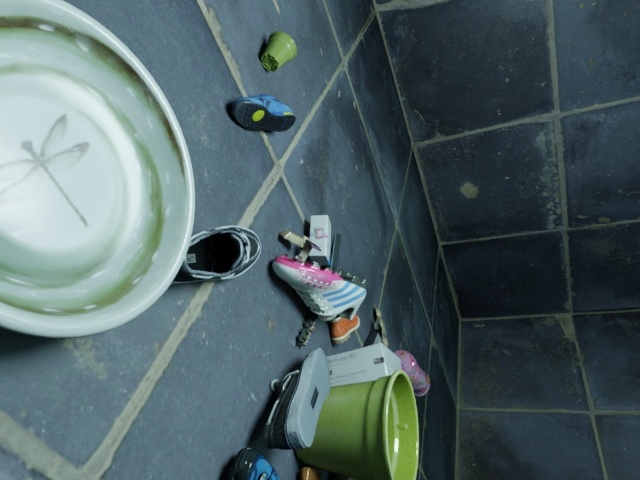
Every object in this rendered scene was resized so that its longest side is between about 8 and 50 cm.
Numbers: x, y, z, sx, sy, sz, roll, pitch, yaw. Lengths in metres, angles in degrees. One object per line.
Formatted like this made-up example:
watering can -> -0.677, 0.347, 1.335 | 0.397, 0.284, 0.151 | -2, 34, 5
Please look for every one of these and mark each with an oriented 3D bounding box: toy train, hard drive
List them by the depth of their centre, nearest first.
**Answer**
toy train -> -0.029, 0.224, 1.187 | 0.158, 0.027, 0.036 | -62, 148, -53
hard drive -> 0.039, 0.060, 1.335 | 0.094, 0.022, 0.135 | 102, -2, -57

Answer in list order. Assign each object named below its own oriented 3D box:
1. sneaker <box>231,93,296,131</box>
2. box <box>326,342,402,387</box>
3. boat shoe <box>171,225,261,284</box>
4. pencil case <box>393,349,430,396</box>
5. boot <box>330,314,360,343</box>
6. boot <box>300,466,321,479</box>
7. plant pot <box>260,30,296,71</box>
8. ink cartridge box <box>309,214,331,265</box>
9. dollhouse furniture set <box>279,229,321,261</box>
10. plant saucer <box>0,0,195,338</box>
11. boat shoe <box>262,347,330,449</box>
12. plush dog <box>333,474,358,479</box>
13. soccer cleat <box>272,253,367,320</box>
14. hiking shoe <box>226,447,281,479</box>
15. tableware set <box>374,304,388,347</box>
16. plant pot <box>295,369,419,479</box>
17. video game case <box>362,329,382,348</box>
sneaker -> -0.146, -0.312, 1.061 | 0.082, 0.069, 0.209 | 53, 29, 16
box -> 0.130, 0.391, 1.279 | 0.182, 0.180, 0.119 | 46, 30, -51
boat shoe -> -0.179, 0.021, 0.824 | 0.301, 0.102, 0.108 | -4, 86, -65
pencil case -> 0.369, 0.555, 1.856 | 0.284, 0.124, 0.124 | 51, 39, -48
boot -> 0.074, 0.244, 1.371 | 0.158, 0.059, 0.085 | -32, 107, -62
boot -> -0.009, 0.639, 1.059 | 0.197, 0.072, 0.152 | 76, 8, -47
plant pot -> -0.115, -0.481, 1.156 | 0.083, 0.083, 0.079 | 59, 45, -42
ink cartridge box -> 0.000, 0.000, 1.259 | 0.088, 0.052, 0.123 | 70, 22, -67
dollhouse furniture set -> -0.077, 0.020, 1.162 | 0.114, 0.091, 0.081 | 29, 97, -35
plant saucer -> -0.322, -0.084, 0.545 | 0.400, 0.100, 0.401 | 30, 57, -60
boat shoe -> -0.051, 0.349, 1.002 | 0.306, 0.104, 0.113 | -67, 139, -66
plush dog -> 0.120, 0.715, 1.209 | 0.225, 0.210, 0.263 | 40, 39, -19
soccer cleat -> 0.001, 0.134, 1.144 | 0.331, 0.116, 0.143 | 21, 89, -44
hiking shoe -> -0.074, 0.514, 0.871 | 0.113, 0.132, 0.304 | -63, 138, -52
tableware set -> 0.231, 0.329, 1.684 | 0.169, 0.020, 0.141 | -88, 162, -68
plant pot -> 0.081, 0.457, 1.082 | 0.276, 0.253, 0.276 | -7, 90, -66
video game case -> 0.185, 0.490, 1.563 | 0.275, 0.035, 0.249 | -46, 124, -60
